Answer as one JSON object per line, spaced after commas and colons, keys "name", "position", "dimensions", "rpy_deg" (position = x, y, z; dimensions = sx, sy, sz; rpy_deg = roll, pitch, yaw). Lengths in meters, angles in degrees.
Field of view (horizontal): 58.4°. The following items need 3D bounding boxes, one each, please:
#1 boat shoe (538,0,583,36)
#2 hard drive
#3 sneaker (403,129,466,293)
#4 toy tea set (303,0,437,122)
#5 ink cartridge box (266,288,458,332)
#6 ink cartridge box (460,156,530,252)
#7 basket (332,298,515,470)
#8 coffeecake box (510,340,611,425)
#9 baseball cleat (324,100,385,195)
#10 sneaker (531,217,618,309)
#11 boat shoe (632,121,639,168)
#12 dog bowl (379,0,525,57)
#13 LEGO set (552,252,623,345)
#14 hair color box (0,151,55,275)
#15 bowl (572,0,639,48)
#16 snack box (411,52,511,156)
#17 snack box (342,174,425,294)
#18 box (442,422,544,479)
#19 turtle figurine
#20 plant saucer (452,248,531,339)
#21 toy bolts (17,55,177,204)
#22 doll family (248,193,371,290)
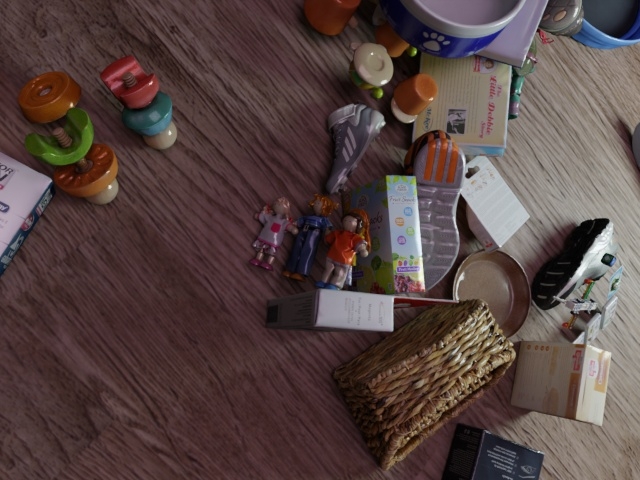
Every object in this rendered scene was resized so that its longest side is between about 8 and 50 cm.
{"name": "boat shoe", "position": [0.473, -0.585, 1.289], "dimensions": [0.130, 0.132, 0.355], "rpy_deg": [17, 49, -50]}
{"name": "hard drive", "position": [0.294, -0.495, 1.178], "dimensions": [0.318, 0.040, 0.210], "rpy_deg": [22, 81, 14]}
{"name": "sneaker", "position": [0.213, -0.063, 1.140], "dimensions": [0.124, 0.180, 0.321], "rpy_deg": [11, 113, 0]}
{"name": "toy tea set", "position": [0.095, -0.384, 1.138], "dimensions": [0.200, 0.124, 0.336], "rpy_deg": [-21, 89, -29]}
{"name": "ink cartridge box", "position": [0.058, 0.128, 0.970], "dimensions": [0.238, 0.275, 0.060], "rpy_deg": [8, 79, -19]}
{"name": "ink cartridge box", "position": [0.351, -0.082, 1.223], "dimensions": [0.145, 0.045, 0.179], "rpy_deg": [-36, 87, -36]}
{"name": "basket", "position": [0.215, 0.269, 1.045], "dimensions": [0.299, 0.213, 0.223], "rpy_deg": [-28, 93, -21]}
{"name": "coffeecake box", "position": [0.481, 0.283, 1.159], "dimensions": [0.068, 0.185, 0.142], "rpy_deg": [19, 77, -18]}
{"name": "baseball cleat", "position": [0.043, -0.186, 1.128], "dimensions": [0.109, 0.072, 0.206], "rpy_deg": [33, 68, 1]}
{"name": "sneaker", "position": [0.579, 0.066, 1.276], "dimensions": [0.271, 0.100, 0.108], "rpy_deg": [-41, 107, -19]}
{"name": "boat shoe", "position": [0.849, -0.195, 1.423], "dimensions": [0.076, 0.080, 0.229], "rpy_deg": [-21, 92, -28]}
{"name": "dog bowl", "position": [0.245, -0.481, 1.066], "dimensions": [0.264, 0.104, 0.265], "rpy_deg": [2, 76, -10]}
{"name": "LEGO set", "position": [0.582, 0.137, 1.246], "dimensions": [0.182, 0.060, 0.244], "rpy_deg": [-37, 135, -21]}
{"name": "hair color box", "position": [-0.563, 0.021, 0.840], "dimensions": [0.174, 0.105, 0.347], "rpy_deg": [31, 74, -15]}
{"name": "bowl", "position": [0.698, -0.666, 1.427], "dimensions": [0.391, 0.077, 0.391], "rpy_deg": [3, 82, -21]}
{"name": "snack box", "position": [0.299, -0.339, 1.197], "dimensions": [0.187, 0.060, 0.322], "rpy_deg": [6, 80, 12]}
{"name": "snack box", "position": [0.112, -0.002, 1.063], "dimensions": [0.070, 0.174, 0.207], "rpy_deg": [0, 82, -25]}
{"name": "box", "position": [0.336, 0.466, 1.130], "dimensions": [0.156, 0.093, 0.158], "rpy_deg": [25, 74, -16]}
{"name": "turtle figurine", "position": [0.421, -0.398, 1.271], "dimensions": [0.175, 0.118, 0.234], "rpy_deg": [19, 82, -18]}
{"name": "plant saucer", "position": [0.356, 0.116, 1.215], "dimensions": [0.198, 0.036, 0.199], "rpy_deg": [3, 81, -21]}
{"name": "toy bolts", "position": [-0.359, -0.189, 0.959], "dimensions": [0.228, 0.158, 0.218], "rpy_deg": [-35, 55, -12]}
{"name": "doll family", "position": [0.000, 0.000, 1.024], "dimensions": [0.118, 0.263, 0.163], "rpy_deg": [28, 80, -51]}
